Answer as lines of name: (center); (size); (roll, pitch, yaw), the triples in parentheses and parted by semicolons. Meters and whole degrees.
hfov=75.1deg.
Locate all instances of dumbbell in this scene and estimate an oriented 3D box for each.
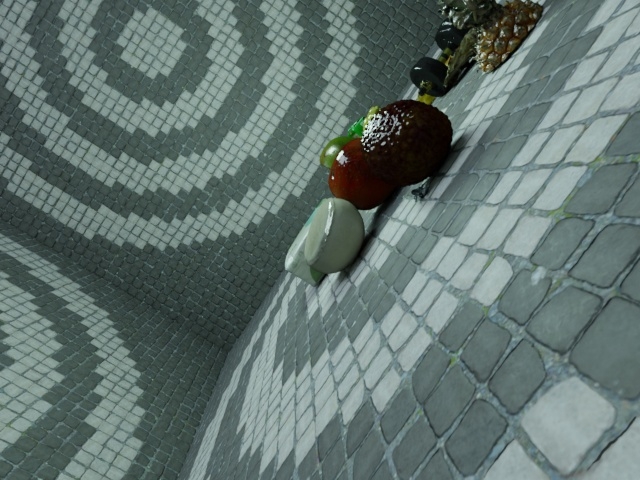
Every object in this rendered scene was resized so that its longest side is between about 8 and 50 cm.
dumbbell: (0.539, -0.799, 1.822); (0.388, 0.185, 0.185); (-57, 7, -3)

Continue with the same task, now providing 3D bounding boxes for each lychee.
lychee: (0.249, -0.288, 1.221); (0.260, 0.261, 0.260); (-56, 7, 10)

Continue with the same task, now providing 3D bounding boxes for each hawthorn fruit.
hawthorn fruit: (0.163, -0.242, 1.606); (0.299, 0.276, 0.275); (-60, 5, 23)

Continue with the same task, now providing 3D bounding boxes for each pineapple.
pineapple: (0.494, -0.698, 1.296); (0.262, 0.272, 0.262); (-55, 7, 10)

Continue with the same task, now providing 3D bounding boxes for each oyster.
oyster: (0.599, -0.753, 1.685); (0.166, 0.094, 0.294); (-31, -30, -61)

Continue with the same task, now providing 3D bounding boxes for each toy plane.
toy plane: (0.287, -0.141, 1.204); (0.078, 0.031, 0.083); (-58, 7, -10)

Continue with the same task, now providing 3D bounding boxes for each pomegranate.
pomegranate: (0.169, -0.464, 2.286); (0.216, 0.310, 0.358); (-59, 11, 32)

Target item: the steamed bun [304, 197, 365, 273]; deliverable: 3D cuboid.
steamed bun: (0.062, -0.009, 1.533); (0.283, 0.177, 0.282); (-162, 90, -75)

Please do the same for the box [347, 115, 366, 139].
box: (0.275, -0.564, 2.322); (0.103, 0.250, 0.180); (-50, 8, -2)

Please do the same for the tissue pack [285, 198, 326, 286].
tissue pack: (-0.002, -0.001, 1.906); (0.356, 0.194, 0.266); (-56, 8, 8)

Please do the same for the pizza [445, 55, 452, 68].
pizza: (0.649, -0.888, 2.083); (0.262, 0.034, 0.181); (-50, 9, 43)

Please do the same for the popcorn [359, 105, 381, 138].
popcorn: (0.325, -0.537, 2.029); (0.250, 0.234, 0.242); (-25, -2, -31)

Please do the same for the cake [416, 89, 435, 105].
cake: (0.514, -0.666, 2.014); (0.079, 0.116, 0.184); (-61, -25, -63)
